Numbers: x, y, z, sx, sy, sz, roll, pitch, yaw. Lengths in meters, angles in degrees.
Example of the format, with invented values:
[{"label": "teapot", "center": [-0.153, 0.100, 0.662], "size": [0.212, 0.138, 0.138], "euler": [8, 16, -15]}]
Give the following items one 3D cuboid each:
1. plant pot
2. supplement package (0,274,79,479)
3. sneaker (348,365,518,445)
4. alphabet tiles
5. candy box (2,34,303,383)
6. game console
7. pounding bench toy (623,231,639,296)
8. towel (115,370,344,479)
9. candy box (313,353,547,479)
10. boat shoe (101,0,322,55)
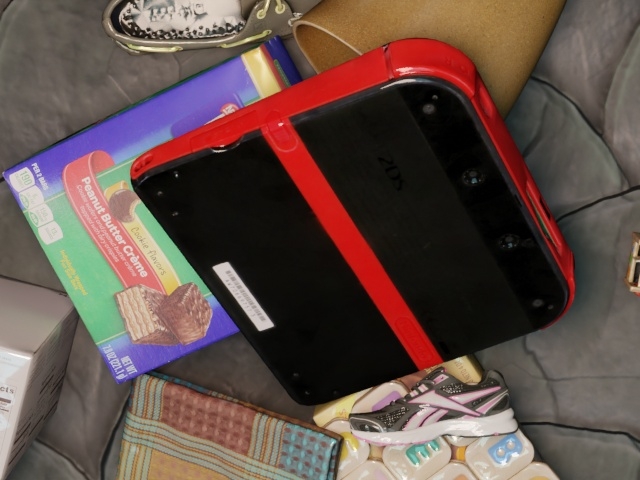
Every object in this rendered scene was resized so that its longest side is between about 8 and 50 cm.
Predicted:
[{"label": "plant pot", "center": [0.141, -0.230, 1.609], "size": [0.237, 0.237, 0.254], "euler": [43, 83, -5]}, {"label": "supplement package", "center": [-0.390, 0.128, 1.663], "size": [0.204, 0.262, 0.145], "euler": [16, 100, 0]}, {"label": "sneaker", "center": [0.116, 0.173, 1.647], "size": [0.178, 0.072, 0.077], "euler": [-5, 86, -7]}, {"label": "alphabet tiles", "center": [0.113, 0.295, 1.706], "size": [0.278, 0.021, 0.284], "euler": [-38, 95, 11]}, {"label": "candy box", "center": [-0.131, -0.032, 1.675], "size": [0.317, 0.122, 0.268], "euler": [-25, 101, 13]}, {"label": "game console", "center": [0.047, -0.006, 1.550], "size": [0.342, 0.060, 0.386], "euler": [-20, 130, 17]}, {"label": "pounding bench toy", "center": [0.382, 0.032, 1.719], "size": [0.083, 0.052, 0.065], "euler": [8, 101, 1]}, {"label": "towel", "center": [-0.124, 0.351, 1.751], "size": [0.271, 0.040, 0.370], "euler": [16, 107, 21]}, {"label": "candy box", "center": [0.153, 0.268, 1.753], "size": [0.183, 0.087, 0.316], "euler": [-33, 98, 9]}, {"label": "boat shoe", "center": [-0.084, -0.258, 1.666], "size": [0.305, 0.091, 0.109], "euler": [-11, 100, 4]}]
